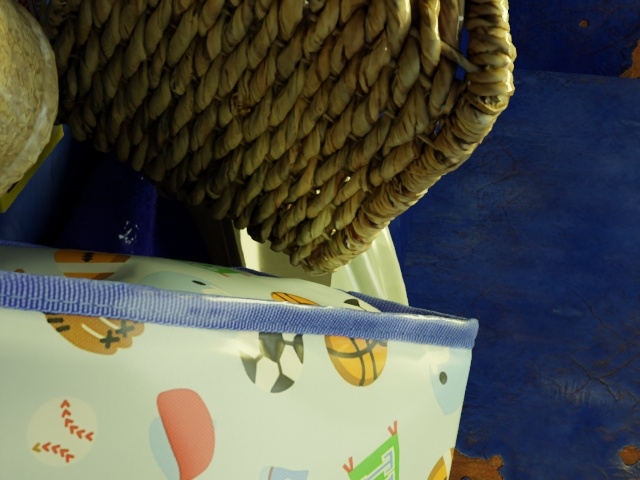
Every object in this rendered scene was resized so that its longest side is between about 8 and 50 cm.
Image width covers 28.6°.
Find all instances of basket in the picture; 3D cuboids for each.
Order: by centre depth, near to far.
[{"bbox_3d":[-0.007,-0.146,0.689,0.213,0.223,0.299,-61,-175,-24],"label":"basket"}]

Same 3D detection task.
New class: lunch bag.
[{"bbox_3d":[-0.132,0.162,0.620,0.385,0.239,0.327,6,92,-52],"label":"lunch bag"}]

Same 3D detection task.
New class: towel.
[{"bbox_3d":[-0.146,0.061,0.954,0.308,0.076,0.227,-72,165,-49],"label":"towel"}]

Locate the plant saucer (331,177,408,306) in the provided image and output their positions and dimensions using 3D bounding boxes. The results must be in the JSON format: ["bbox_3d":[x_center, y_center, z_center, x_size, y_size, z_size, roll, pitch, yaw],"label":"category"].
[{"bbox_3d":[0.000,0.000,1.117,0.400,0.101,0.400,-19,90,-80],"label":"plant saucer"}]

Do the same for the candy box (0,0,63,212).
[{"bbox_3d":[-0.190,-0.130,0.737,0.105,0.027,0.205,-74,167,-56],"label":"candy box"}]

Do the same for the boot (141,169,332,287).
[{"bbox_3d":[-0.077,-0.053,0.904,0.112,0.115,0.305,13,57,-55],"label":"boot"}]

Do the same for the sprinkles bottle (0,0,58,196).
[{"bbox_3d":[-0.203,-0.106,0.422,0.355,0.121,0.121,58,39,-74],"label":"sprinkles bottle"}]
